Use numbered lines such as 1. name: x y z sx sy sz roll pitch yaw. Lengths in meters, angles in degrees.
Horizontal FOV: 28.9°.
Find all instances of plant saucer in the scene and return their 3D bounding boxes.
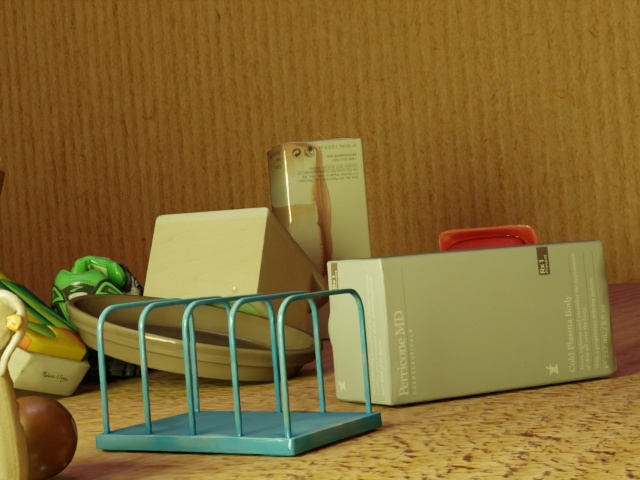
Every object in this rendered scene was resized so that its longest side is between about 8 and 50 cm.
1. plant saucer: -0.136 0.104 1.334 0.277 0.041 0.278 9 5 -1

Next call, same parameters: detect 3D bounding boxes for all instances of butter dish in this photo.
1. butter dish: 0.247 0.070 1.841 0.159 0.160 0.118 -4 23 29

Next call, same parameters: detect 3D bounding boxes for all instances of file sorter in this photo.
1. file sorter: -0.061 0.091 0.890 0.170 0.105 0.118 -5 -1 32

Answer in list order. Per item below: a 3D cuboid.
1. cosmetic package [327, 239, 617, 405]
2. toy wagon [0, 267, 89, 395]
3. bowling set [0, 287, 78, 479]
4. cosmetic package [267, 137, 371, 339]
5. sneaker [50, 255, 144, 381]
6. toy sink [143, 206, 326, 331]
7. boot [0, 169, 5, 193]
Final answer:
1. cosmetic package: 0.131 0.069 1.084 0.238 0.127 0.107 -6 0 -30
2. toy wagon: -0.399 0.048 1.303 0.344 0.068 0.267 35 2 24
3. bowling set: -0.240 0.078 0.726 0.287 0.154 0.200 -4 0 31
4. cosmetic package: 0.000 0.000 1.897 0.129 0.296 0.153 -5 -2 -12
5. sneaker: -0.252 0.091 1.563 0.134 0.146 0.343 -4 -1 0
6. toy sink: -0.102 0.071 1.585 0.152 0.131 0.234 -3 -27 19
7. boot: -0.521 0.040 1.683 0.096 0.281 0.264 4 -6 -38
